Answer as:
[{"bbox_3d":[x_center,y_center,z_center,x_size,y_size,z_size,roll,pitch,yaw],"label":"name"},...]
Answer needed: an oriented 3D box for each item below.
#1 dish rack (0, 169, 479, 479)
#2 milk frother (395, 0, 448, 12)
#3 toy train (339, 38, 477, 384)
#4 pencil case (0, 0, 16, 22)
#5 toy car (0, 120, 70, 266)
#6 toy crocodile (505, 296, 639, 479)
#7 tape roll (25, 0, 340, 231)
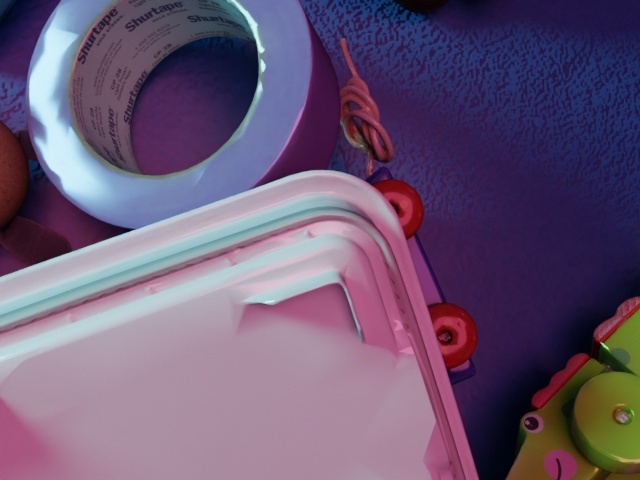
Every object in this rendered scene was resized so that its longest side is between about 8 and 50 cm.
[{"bbox_3d":[-0.077,0.136,0.436,0.332,0.072,0.286,-20,107,-3],"label":"dish rack"},{"bbox_3d":[0.079,-0.267,0.584,0.134,0.129,0.143,28,42,-41],"label":"milk frother"},{"bbox_3d":[0.000,0.000,0.534,0.143,0.105,0.248,-23,86,1],"label":"toy train"},{"bbox_3d":[-0.228,-0.204,0.523,0.070,0.064,0.152,36,76,-22],"label":"pencil case"},{"bbox_3d":[-0.248,-0.044,0.488,0.188,0.149,0.155,11,83,-39],"label":"toy car"},{"bbox_3d":[0.236,0.095,0.556,0.340,0.115,0.105,-40,58,-13],"label":"toy crocodile"},{"bbox_3d":[-0.086,-0.091,0.493,0.188,0.080,0.189,-3,78,14],"label":"tape roll"}]
